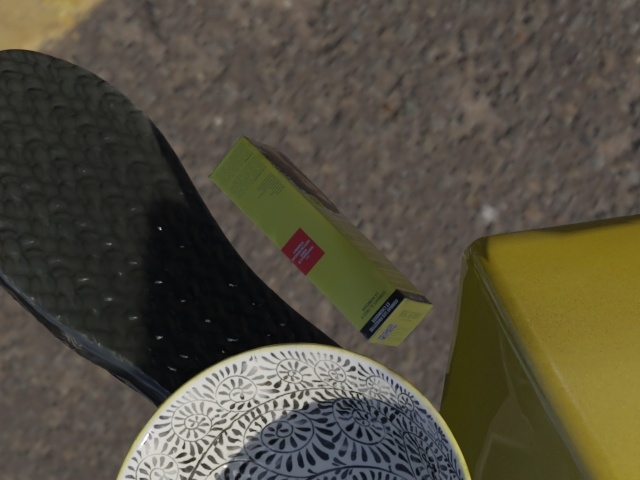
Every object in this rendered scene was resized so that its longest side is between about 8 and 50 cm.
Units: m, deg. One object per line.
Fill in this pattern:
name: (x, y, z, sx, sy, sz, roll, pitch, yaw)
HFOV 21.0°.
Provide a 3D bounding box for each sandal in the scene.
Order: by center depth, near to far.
sandal: (-0.125, 0.053, 1.301, 0.446, 0.167, 0.107, 48, 152, -5)

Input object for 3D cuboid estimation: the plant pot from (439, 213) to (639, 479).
plant pot: (0.207, 0.122, 1.075, 0.212, 0.187, 0.212, -8, 136, -12)

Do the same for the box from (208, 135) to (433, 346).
box: (0.000, 0.000, 1.636, 0.232, 0.087, 0.058, 46, 102, 19)

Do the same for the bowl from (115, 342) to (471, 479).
bowl: (-0.003, 0.136, 0.773, 0.170, 0.170, 0.080, 12, 169, 22)
